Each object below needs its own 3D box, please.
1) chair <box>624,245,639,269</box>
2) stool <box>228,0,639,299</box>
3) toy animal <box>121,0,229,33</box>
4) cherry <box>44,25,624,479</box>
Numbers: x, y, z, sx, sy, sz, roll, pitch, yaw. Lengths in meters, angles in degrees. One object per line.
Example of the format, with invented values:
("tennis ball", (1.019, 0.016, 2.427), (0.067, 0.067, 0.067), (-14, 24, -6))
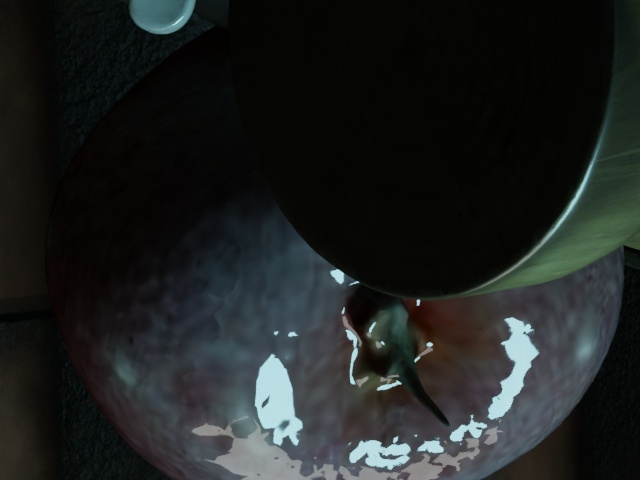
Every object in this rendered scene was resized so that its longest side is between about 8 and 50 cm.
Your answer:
("chair", (0.262, 0.009, 1.019), (0.203, 0.416, 0.240), (-6, -161, -38))
("stool", (0.121, -0.080, 0.648), (0.264, 0.179, 0.179), (-7, -171, -42))
("toy animal", (-0.044, -0.152, 0.780), (0.127, 0.131, 0.181), (32, -176, 6))
("cherry", (0.000, 0.000, 0.819), (0.261, 0.221, 0.307), (-7, -142, -13))
